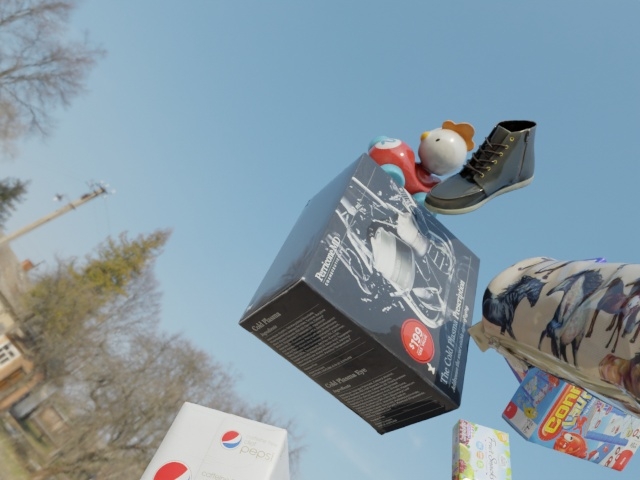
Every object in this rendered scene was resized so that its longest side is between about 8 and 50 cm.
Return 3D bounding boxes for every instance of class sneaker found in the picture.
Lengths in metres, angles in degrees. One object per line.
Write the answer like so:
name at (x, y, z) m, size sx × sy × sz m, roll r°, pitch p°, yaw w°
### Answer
sneaker at (0.272, -0.130, 0.913) m, size 0.083 × 0.222 × 0.118 m, roll 46°, pitch -27°, yaw 48°

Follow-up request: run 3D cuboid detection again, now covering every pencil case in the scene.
pencil case at (0.326, 0.112, 0.597) m, size 0.160 × 0.183 × 0.410 m, roll 49°, pitch -3°, yaw -4°

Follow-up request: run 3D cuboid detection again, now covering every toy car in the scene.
toy car at (0.249, -0.203, 1.258) m, size 0.210 × 0.219 × 0.238 m, roll 37°, pitch -65°, yaw -19°

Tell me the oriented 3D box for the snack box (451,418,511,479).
snack box at (0.515, 0.702, 1.707) m, size 0.175 × 0.207 × 0.070 m, roll 18°, pitch -45°, yaw 0°

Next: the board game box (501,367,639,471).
board game box at (0.577, 0.298, 1.096) m, size 0.302 × 0.308 × 0.086 m, roll 24°, pitch 10°, yaw -24°

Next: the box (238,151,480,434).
box at (0.089, 0.082, 0.906) m, size 0.313 × 0.343 × 0.179 m, roll 40°, pitch -48°, yaw -13°

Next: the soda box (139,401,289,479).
soda box at (-0.061, 0.204, 0.357) m, size 0.069 × 0.073 × 0.216 m, roll 12°, pitch -48°, yaw 12°

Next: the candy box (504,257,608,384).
candy box at (0.612, 0.236, 1.302) m, size 0.268 × 0.317 × 0.122 m, roll 58°, pitch -12°, yaw -3°
